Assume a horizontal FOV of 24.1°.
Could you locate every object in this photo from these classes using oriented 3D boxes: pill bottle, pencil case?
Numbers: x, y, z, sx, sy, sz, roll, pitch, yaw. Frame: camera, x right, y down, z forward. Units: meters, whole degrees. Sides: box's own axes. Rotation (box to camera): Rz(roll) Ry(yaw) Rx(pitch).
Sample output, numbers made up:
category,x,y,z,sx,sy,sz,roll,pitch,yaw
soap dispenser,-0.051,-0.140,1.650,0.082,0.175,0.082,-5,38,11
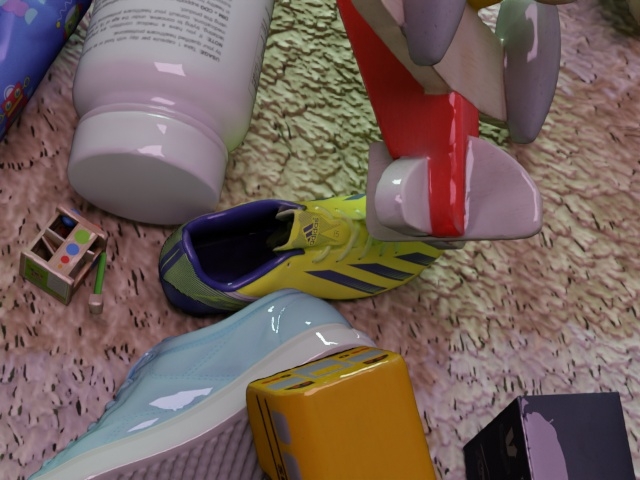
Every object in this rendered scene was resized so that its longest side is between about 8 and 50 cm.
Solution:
category,x,y,z,sx,sy,sz,roll,pitch,yaw
pill bottle,-0.131,-0.168,1.344,0.160,0.160,0.283,13,64,-7
pencil case,-0.322,-0.138,1.313,0.133,0.119,0.306,24,64,8

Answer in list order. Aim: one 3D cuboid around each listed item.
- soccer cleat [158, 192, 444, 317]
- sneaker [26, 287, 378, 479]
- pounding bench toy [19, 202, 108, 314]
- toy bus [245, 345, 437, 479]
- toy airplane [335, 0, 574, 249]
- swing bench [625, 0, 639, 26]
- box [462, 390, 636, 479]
category,x,y,z,sx,sy,sz,roll,pitch,yaw
soccer cleat,0.000,0.001,1.319,0.289,0.121,0.093,-12,69,-18
sneaker,-0.129,0.163,1.240,0.366,0.135,0.150,-27,37,-13
pounding bench toy,-0.209,0.018,1.305,0.083,0.052,0.065,33,63,3
toy bus,0.041,0.254,1.154,0.108,0.130,0.333,-17,97,-20
toy airplane,0.117,-0.180,1.249,0.272,0.384,0.386,-23,30,15
swing bench,0.352,-0.371,1.544,0.254,0.165,0.253,-25,75,-16
box,0.192,0.222,1.244,0.093,0.158,0.156,-2,68,-13
